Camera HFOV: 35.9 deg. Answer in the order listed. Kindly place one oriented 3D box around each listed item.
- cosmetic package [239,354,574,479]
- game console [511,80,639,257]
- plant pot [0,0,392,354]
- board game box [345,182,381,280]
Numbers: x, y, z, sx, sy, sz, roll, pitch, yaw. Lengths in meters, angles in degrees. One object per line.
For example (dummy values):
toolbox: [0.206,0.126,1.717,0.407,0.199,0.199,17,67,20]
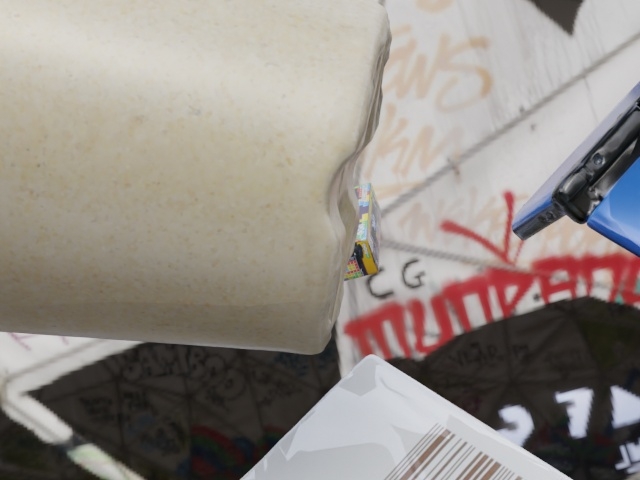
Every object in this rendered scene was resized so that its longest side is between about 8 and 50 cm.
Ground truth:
cosmetic package: [0.071,0.385,0.814,0.327,0.329,0.393,-42,-36,-30]
game console: [0.348,-0.077,0.880,0.293,0.173,0.250,-45,-4,-10]
plant pot: [-0.122,-0.066,0.624,0.306,0.333,0.334,11,-21,4]
board game box: [0.000,0.000,1.197,0.141,0.048,0.170,-16,23,13]
